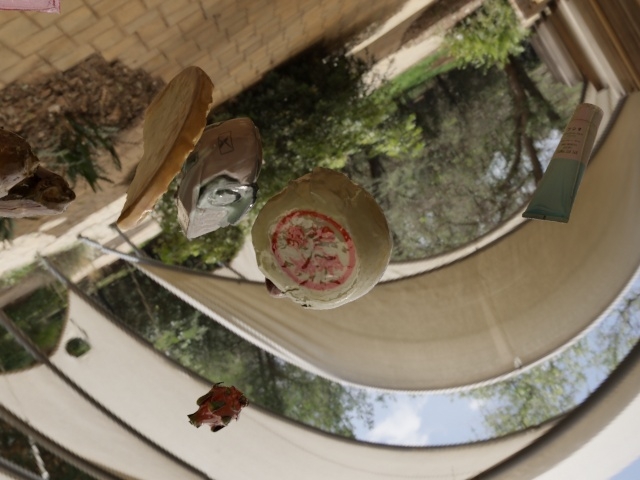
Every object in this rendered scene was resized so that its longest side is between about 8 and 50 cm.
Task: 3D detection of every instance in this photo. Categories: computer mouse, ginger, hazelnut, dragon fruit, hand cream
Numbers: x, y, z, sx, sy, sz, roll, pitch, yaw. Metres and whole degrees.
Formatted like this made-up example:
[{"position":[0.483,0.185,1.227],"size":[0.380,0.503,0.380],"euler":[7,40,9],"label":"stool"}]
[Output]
[{"position":[-0.236,-0.116,1.237],"size":[0.114,0.200,0.389],"euler":[10,150,-33],"label":"computer mouse"},{"position":[-0.721,-0.156,1.249],"size":[0.254,0.418,0.176],"euler":[55,51,-61],"label":"ginger"},{"position":[-0.078,0.081,1.285],"size":[0.086,0.086,0.086],"euler":[-32,-176,2],"label":"hazelnut"},{"position":[-0.204,0.333,1.225],"size":[0.116,0.086,0.081],"euler":[-38,-161,-17],"label":"dragon fruit"},{"position":[0.580,-0.175,1.452],"size":[0.111,0.070,0.312],"euler":[15,-108,44],"label":"hand cream"}]

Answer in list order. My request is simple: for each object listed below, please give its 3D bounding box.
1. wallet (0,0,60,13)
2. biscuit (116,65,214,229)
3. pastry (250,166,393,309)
[{"position":[-0.388,-0.273,0.629],"size":[0.232,0.025,0.119],"euler":[-5,167,-21],"label":"wallet"},{"position":[-0.233,-0.168,0.973],"size":[0.204,0.040,0.309],"euler":[-39,-144,31],"label":"biscuit"},{"position":[0.001,0.002,1.117],"size":[0.264,0.265,0.133],"euler":[-29,-170,34],"label":"pastry"}]
